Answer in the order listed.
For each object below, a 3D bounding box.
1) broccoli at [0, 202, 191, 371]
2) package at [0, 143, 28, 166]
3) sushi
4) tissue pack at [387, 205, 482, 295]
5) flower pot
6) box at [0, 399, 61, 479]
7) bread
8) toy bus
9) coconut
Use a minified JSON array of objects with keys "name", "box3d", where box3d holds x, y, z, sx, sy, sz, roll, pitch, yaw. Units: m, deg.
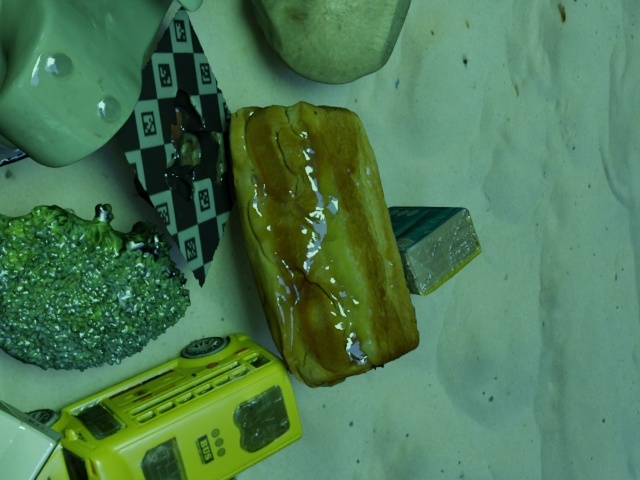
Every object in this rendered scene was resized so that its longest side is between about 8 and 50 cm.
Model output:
[{"name":"broccoli","box3d":[-0.246,0.047,0.852,0.176,0.198,0.226,47,34,5]},{"name":"package","box3d":[-0.399,-0.124,0.802,0.239,0.030,0.154,-30,111,-32]},{"name":"sushi","box3d":[-0.163,-0.103,0.895,0.231,0.047,0.219,69,27,-43]},{"name":"tissue pack","box3d":[0.118,0.012,1.093,0.120,0.169,0.082,-35,109,-26]},{"name":"flower pot","box3d":[-0.211,-0.243,0.766,0.164,0.254,0.367,44,69,-40]},{"name":"box","box3d":[-0.404,0.197,0.766,0.256,0.069,0.164,33,77,-8]},{"name":"bread","box3d":[-0.006,0.002,0.965,0.195,0.149,0.344,-7,82,-57]},{"name":"toy bus","box3d":[-0.191,0.234,0.923,0.330,0.152,0.144,-22,110,-30]},{"name":"coconut","box3d":[0.013,-0.300,0.964,0.224,0.224,0.224,-5,100,-34]}]
